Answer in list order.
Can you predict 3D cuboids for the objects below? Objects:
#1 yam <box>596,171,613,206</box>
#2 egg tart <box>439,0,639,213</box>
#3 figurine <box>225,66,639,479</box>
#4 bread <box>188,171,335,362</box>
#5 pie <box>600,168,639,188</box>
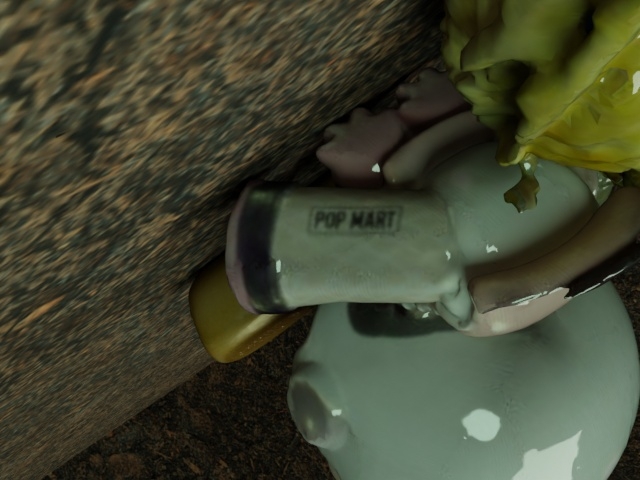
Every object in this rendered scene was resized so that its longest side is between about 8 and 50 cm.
[{"bbox_3d":[0.155,-0.039,1.027,0.268,0.161,0.161,-36,176,-7],"label":"yam"},{"bbox_3d":[0.218,-0.142,0.405,0.388,0.169,0.388,-40,174,-5],"label":"egg tart"},{"bbox_3d":[0.088,0.067,0.657,0.253,0.211,0.361,-21,143,-8],"label":"figurine"},{"bbox_3d":[0.000,0.000,0.771,0.239,0.074,0.092,-37,169,12],"label":"bread"},{"bbox_3d":[0.381,-0.169,0.789,0.418,0.180,0.395,-38,140,9],"label":"pie"}]
